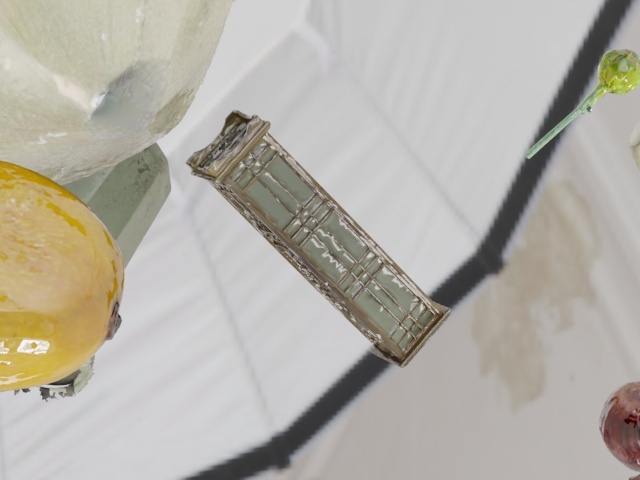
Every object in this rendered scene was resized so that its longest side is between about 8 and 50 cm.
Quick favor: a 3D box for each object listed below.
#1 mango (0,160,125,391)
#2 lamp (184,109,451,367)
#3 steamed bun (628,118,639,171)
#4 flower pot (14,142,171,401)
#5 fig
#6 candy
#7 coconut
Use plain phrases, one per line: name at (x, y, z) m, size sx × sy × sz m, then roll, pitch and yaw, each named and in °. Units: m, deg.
mango at (-0.237, 0.011, 0.835) m, size 0.157 × 0.262 × 0.109 m, roll -80°, pitch -174°, yaw -48°
lamp at (0.000, 0.000, 1.643) m, size 0.089 × 0.325 × 0.090 m, roll -48°, pitch -157°, yaw -9°
steamed bun at (0.477, -0.096, 1.439) m, size 0.290 × 0.272 × 0.273 m, roll 57°, pitch -23°, yaw -10°
flower pot at (-0.302, -0.014, 1.617) m, size 0.259 × 0.290 × 0.290 m, roll -57°, pitch -178°, yaw -35°
fig at (0.410, 0.247, 1.918) m, size 0.150 × 0.128 × 0.128 m, roll -60°, pitch -147°, yaw 13°
candy at (0.328, -0.170, 1.894) m, size 0.058 × 0.194 × 0.062 m, roll 48°, pitch -4°, yaw 1°
coconut at (-0.224, -0.199, 1.230) m, size 0.309 × 0.297 × 0.297 m, roll 55°, pitch -37°, yaw 31°
